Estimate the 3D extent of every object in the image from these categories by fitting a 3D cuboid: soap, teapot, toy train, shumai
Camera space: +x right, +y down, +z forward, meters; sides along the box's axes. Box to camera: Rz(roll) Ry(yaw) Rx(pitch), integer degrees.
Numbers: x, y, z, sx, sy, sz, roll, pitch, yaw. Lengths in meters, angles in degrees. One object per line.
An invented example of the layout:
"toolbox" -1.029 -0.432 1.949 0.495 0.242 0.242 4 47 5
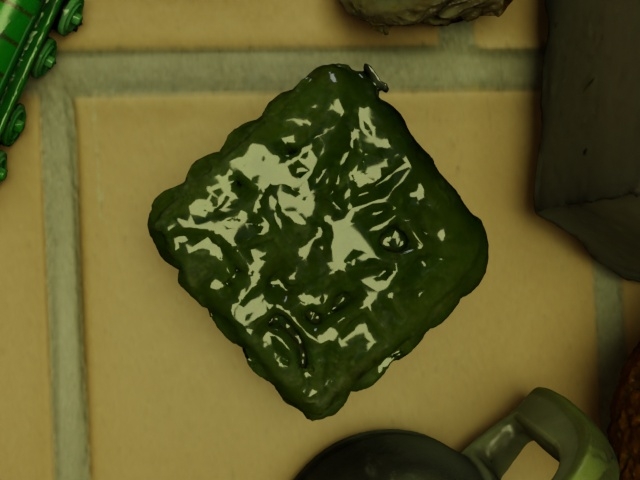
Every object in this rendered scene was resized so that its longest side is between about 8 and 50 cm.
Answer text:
"soap" 0.436 -0.111 0.779 0.434 0.213 0.351 8 90 -14
"teapot" 0.123 0.293 0.720 0.321 0.239 0.240 -15 91 -11
"toy train" -0.291 -0.152 0.731 0.085 0.119 0.251 22 85 -7
"shumai" 0.114 -0.269 0.808 0.201 0.201 0.120 -50 138 -8

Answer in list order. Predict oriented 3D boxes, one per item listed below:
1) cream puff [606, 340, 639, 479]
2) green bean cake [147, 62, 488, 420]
"cream puff" 0.395 0.184 0.776 0.303 0.212 0.303 -5 98 -42
"green bean cake" 0.000 0.000 0.755 0.247 0.156 0.250 -39 94 -8
